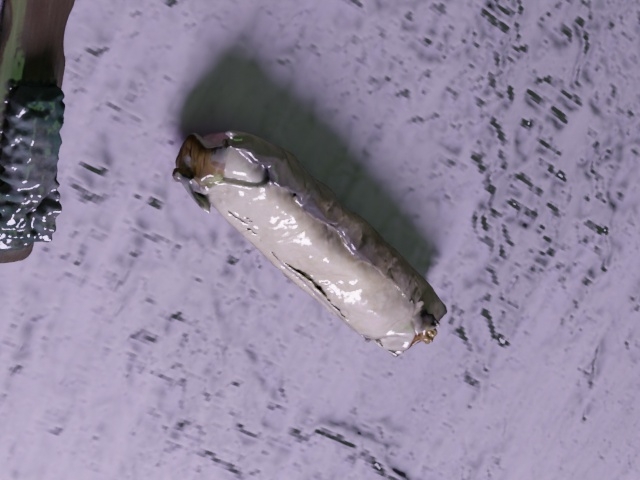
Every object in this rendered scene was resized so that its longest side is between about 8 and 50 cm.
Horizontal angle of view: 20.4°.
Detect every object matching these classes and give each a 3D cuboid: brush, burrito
[{"bbox_3d":[-0.109,-0.079,0.700,0.034,0.027,0.190,-1,109,-41],"label":"brush"},{"bbox_3d":[0.000,0.000,0.817,0.045,0.041,0.185,-24,137,23],"label":"burrito"}]
